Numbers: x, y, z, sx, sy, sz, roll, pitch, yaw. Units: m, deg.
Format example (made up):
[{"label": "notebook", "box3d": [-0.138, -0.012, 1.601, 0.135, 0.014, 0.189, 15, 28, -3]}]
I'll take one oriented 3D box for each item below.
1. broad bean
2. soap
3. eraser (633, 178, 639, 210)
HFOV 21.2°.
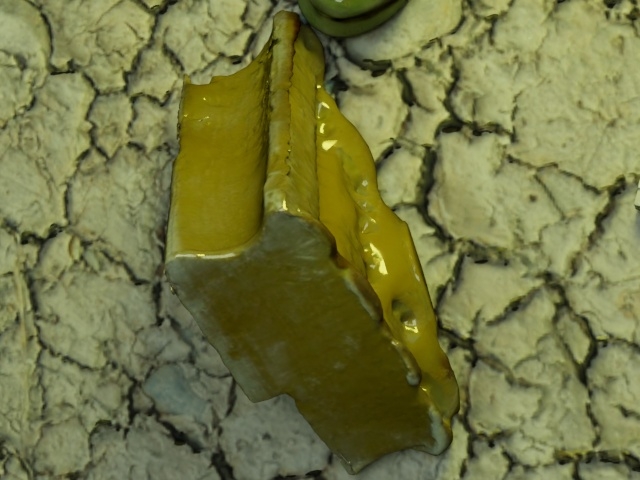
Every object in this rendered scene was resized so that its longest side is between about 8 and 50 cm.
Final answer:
[{"label": "broad bean", "box3d": [0.028, -0.296, 1.596, 0.153, 0.072, 0.206, -2, 75, 0]}, {"label": "soap", "box3d": [0.000, 0.000, 1.558, 0.169, 0.304, 0.338, -23, 33, 16]}, {"label": "eraser", "box3d": [0.314, -0.080, 1.487, 0.052, 0.029, 0.122, 16, 82, 19]}]
